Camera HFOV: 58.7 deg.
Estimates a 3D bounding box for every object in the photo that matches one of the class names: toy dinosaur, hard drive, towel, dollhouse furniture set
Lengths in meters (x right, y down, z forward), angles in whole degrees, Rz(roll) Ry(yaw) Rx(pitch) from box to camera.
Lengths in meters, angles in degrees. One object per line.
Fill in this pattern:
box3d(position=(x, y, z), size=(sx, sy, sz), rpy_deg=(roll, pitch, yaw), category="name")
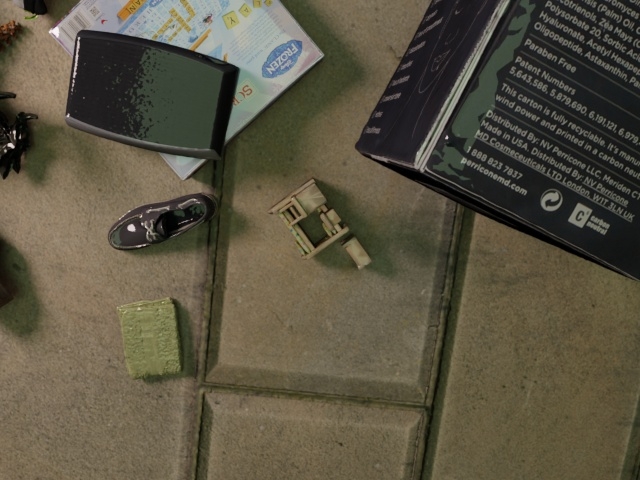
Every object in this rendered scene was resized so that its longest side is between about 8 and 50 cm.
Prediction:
box3d(position=(-0.598, -0.220, 0.913), size=(0.218, 0.164, 0.322), rpy_deg=(32, 102, 8), category="toy dinosaur")
box3d(position=(-0.270, -0.228, 0.899), size=(0.254, 0.054, 0.172), rpy_deg=(13, 101, -4), category="hard drive")
box3d(position=(-0.311, 0.181, 1.052), size=(0.109, 0.027, 0.148), rpy_deg=(-7, 99, -2), category="towel")
box3d(position=(0.000, 0.000, 0.963), size=(0.101, 0.161, 0.182), rpy_deg=(-36, 99, 4), category="dollhouse furniture set")

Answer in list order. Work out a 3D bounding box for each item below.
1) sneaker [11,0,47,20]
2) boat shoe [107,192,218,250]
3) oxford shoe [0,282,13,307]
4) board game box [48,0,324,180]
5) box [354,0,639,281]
box3d(position=(-0.422, -0.464, 0.920), size=(0.097, 0.084, 0.235), rpy_deg=(36, 99, -32), category="sneaker")
box3d(position=(-0.282, -0.032, 0.995), size=(0.206, 0.065, 0.075), rpy_deg=(-19, 100, 1), category="boat shoe")
box3d(position=(-0.623, -0.001, 0.991), size=(0.098, 0.097, 0.272), rpy_deg=(-21, 95, -32), category="oxford shoe")
box3d(position=(-0.214, -0.322, 0.945), size=(0.318, 0.066, 0.318), rpy_deg=(-40, 99, 6), category="board game box")
box3d(position=(0.304, -0.261, 0.768), size=(0.297, 0.480, 0.472), rpy_deg=(25, 99, -8), category="box")
